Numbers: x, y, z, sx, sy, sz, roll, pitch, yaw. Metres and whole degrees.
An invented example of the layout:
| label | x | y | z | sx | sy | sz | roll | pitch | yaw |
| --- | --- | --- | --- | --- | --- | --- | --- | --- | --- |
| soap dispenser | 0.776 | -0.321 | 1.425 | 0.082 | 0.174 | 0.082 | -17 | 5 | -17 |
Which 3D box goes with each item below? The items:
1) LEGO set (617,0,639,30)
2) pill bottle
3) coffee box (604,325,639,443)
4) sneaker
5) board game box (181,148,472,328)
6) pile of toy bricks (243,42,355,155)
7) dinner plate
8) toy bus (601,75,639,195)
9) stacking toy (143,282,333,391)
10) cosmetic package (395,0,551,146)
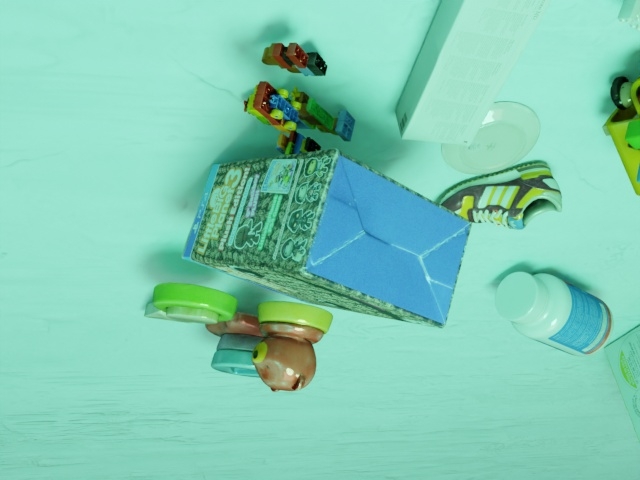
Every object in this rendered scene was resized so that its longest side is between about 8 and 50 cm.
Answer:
| label | x | y | z | sx | sy | sz | roll | pitch | yaw |
| --- | --- | --- | --- | --- | --- | --- | --- | --- | --- |
| LEGO set | 0.445 | -0.227 | 0.783 | 0.227 | 0.087 | 0.093 | 12 | 100 | -27 |
| pill bottle | 0.429 | 0.132 | 1.253 | 0.222 | 0.124 | 0.124 | 23 | 133 | -34 |
| coffee box | 0.870 | 0.316 | 1.393 | 0.338 | 0.338 | 0.334 | 13 | 139 | -24 |
| sneaker | 0.266 | -0.050 | 1.017 | 0.186 | 0.083 | 0.069 | -21 | 146 | 16 |
| board game box | 0.000 | 0.000 | 0.878 | 0.232 | 0.141 | 0.291 | 23 | 168 | -34 |
| pile of toy bricks | -0.044 | -0.157 | 0.834 | 0.105 | 0.118 | 0.212 | 7 | 167 | 27 |
| dinner plate | 0.243 | -0.138 | 0.960 | 0.141 | 0.017 | 0.141 | -4 | 142 | -3 |
| toy bus | 0.430 | -0.157 | 0.890 | 0.191 | 0.202 | 0.104 | 13 | 169 | -35 |
| stacking toy | -0.155 | 0.176 | 1.115 | 0.280 | 0.130 | 0.309 | 14 | 160 | -18 |
| cosmetic package | 0.175 | -0.220 | 0.805 | 0.099 | 0.060 | 0.239 | 6 | 141 | -14 |
